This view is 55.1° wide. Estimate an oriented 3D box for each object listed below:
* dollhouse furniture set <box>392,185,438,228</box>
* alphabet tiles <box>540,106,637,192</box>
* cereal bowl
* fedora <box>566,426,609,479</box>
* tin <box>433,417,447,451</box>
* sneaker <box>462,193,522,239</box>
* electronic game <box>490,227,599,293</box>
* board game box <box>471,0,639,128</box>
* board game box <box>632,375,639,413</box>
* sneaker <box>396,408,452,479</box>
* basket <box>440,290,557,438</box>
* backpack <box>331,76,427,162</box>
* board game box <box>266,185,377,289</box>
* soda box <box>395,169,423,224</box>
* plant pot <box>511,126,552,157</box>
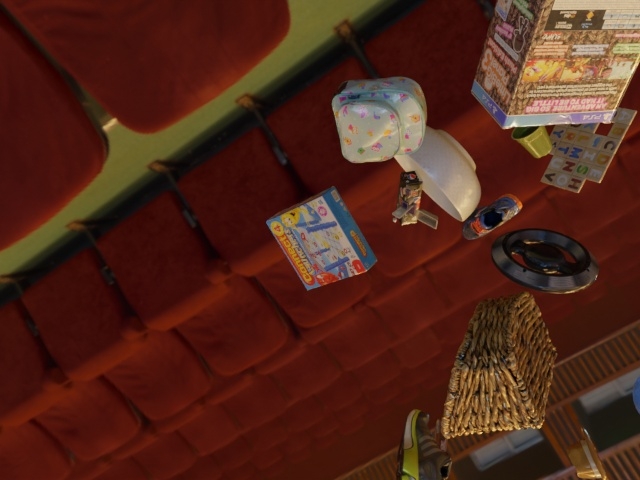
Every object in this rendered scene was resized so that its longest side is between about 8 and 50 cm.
[{"bbox_3d":[0.247,-0.070,1.605,0.081,0.114,0.091,-38,146,-32],"label":"dollhouse furniture set"},{"bbox_3d":[0.673,-0.245,1.592,0.198,0.009,0.237,31,-84,51],"label":"alphabet tiles"},{"bbox_3d":[0.353,-0.223,1.816,0.141,0.339,0.339,-44,176,4],"label":"cereal bowl"},{"bbox_3d":[0.789,0.652,1.827,0.079,0.194,0.194,-26,178,16],"label":"fedora"},{"bbox_3d":[0.418,0.726,2.163,0.040,0.189,0.106,11,163,1],"label":"tin"},{"bbox_3d":[0.484,-0.061,1.798,0.087,0.083,0.221,-35,173,-37],"label":"sneaker"},{"bbox_3d":[0.496,0.041,1.363,0.229,0.229,0.048,-29,134,-37],"label":"electronic game"},{"bbox_3d":[0.430,-0.360,1.072,0.232,0.141,0.291,-5,133,-15],"label":"board game box"},{"bbox_3d":[0.945,0.426,1.674,0.169,0.133,0.033,14,175,25],"label":"board game box"},{"bbox_3d":[0.249,0.516,1.466,0.300,0.121,0.111,-61,162,-67],"label":"sneaker"},{"bbox_3d":[0.353,0.250,1.322,0.223,0.213,0.299,-19,-167,33],"label":"basket"},{"bbox_3d":[0.127,-0.250,1.276,0.189,0.165,0.144,-6,-147,11],"label":"backpack"},{"bbox_3d":[0.000,0.000,2.187,0.302,0.308,0.086,-22,-167,42],"label":"board game box"},{"bbox_3d":[0.267,-0.127,1.854,0.053,0.060,0.169,-10,136,-9],"label":"soda box"},{"bbox_3d":[0.517,-0.243,1.477,0.083,0.079,0.083,-36,-157,18],"label":"plant pot"}]
